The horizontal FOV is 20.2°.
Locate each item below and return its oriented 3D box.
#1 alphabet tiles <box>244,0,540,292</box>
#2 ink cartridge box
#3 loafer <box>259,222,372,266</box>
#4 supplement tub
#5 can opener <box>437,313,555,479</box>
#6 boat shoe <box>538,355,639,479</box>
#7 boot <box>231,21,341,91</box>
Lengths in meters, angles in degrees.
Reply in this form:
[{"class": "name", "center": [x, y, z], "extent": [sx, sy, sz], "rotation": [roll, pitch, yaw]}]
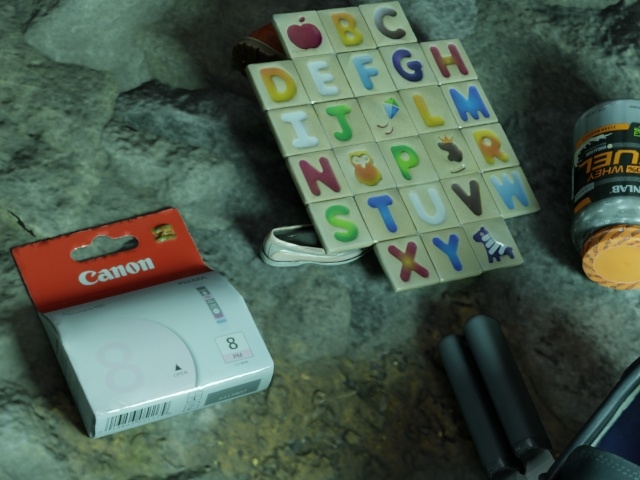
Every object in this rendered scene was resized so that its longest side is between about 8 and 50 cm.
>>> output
[{"class": "alphabet tiles", "center": [0.081, -0.108, 1.925], "extent": [0.285, 0.011, 0.343], "rotation": [-11, 67, -32]}, {"class": "ink cartridge box", "center": [-0.176, 0.065, 1.752], "extent": [0.189, 0.066, 0.232], "rotation": [-15, 63, -24]}, {"class": "loafer", "center": [0.000, 0.000, 1.854], "extent": [0.125, 0.039, 0.045], "rotation": [-8, 56, -20]}, {"class": "supplement tub", "center": [0.327, -0.049, 1.929], "extent": [0.117, 0.117, 0.190], "rotation": [11, 52, -7]}, {"class": "can opener", "center": [0.196, 0.204, 1.748], "extent": [0.093, 0.074, 0.280], "rotation": [14, 45, -50]}, {"class": "boat shoe", "center": [0.253, 0.259, 1.555], "extent": [0.186, 0.156, 0.500], "rotation": [29, 54, 17]}, {"class": "boot", "center": [-0.011, -0.192, 1.985], "extent": [0.158, 0.059, 0.084], "rotation": [34, 48, 13]}]
